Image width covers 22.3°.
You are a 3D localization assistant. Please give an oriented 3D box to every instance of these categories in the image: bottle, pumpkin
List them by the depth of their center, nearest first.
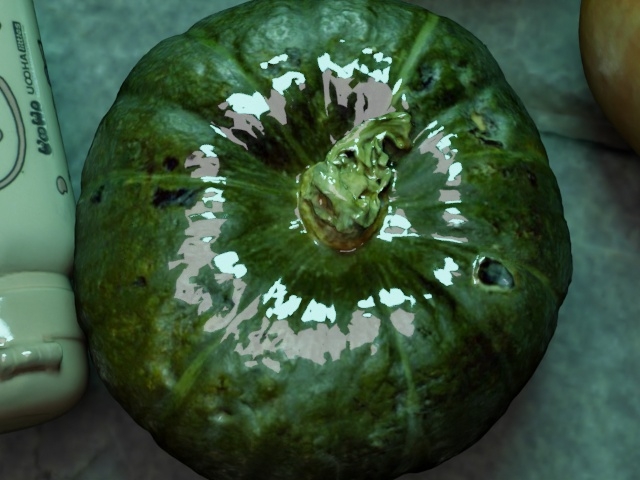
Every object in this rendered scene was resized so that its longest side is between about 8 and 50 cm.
[{"bbox_3d":[0.000,0.000,0.700,0.224,0.157,0.223,1,77,-6],"label":"pumpkin"},{"bbox_3d":[-0.163,-0.014,0.741,0.097,0.110,0.209,-7,76,-27],"label":"bottle"}]

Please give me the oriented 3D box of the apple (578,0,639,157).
[{"bbox_3d":[0.201,-0.093,0.693,0.199,0.199,0.199,-1,82,4],"label":"apple"}]
